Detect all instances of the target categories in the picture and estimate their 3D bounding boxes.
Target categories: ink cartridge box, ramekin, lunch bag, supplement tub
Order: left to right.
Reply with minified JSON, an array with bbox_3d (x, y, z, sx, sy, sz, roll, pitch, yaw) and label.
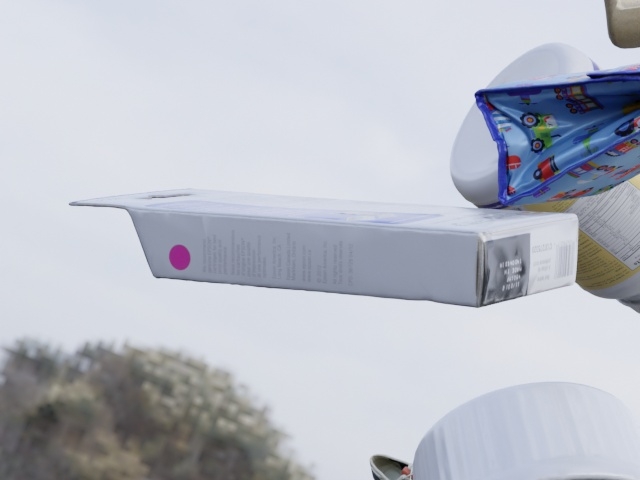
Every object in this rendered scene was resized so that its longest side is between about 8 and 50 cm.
[{"bbox_3d":[0.000,0.000,1.513,0.371,0.069,0.176,7,9,30],"label":"ink cartridge box"},{"bbox_3d":[0.228,0.269,2.043,0.277,0.135,0.277,-7,-38,-5],"label":"ramekin"},{"bbox_3d":[0.359,-0.073,2.488,0.331,0.241,0.241,36,-13,-22],"label":"supplement tub"},{"bbox_3d":[0.355,-0.140,2.057,0.293,0.138,0.221,-16,-4,38],"label":"lunch bag"}]

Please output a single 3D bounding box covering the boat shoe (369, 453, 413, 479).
[{"bbox_3d":[0.110,0.299,2.389,0.137,0.049,0.043,15,-41,56],"label":"boat shoe"}]

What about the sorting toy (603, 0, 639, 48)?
[{"bbox_3d":[0.255,-0.259,1.400,0.307,0.229,0.041,-8,6,-5],"label":"sorting toy"}]
